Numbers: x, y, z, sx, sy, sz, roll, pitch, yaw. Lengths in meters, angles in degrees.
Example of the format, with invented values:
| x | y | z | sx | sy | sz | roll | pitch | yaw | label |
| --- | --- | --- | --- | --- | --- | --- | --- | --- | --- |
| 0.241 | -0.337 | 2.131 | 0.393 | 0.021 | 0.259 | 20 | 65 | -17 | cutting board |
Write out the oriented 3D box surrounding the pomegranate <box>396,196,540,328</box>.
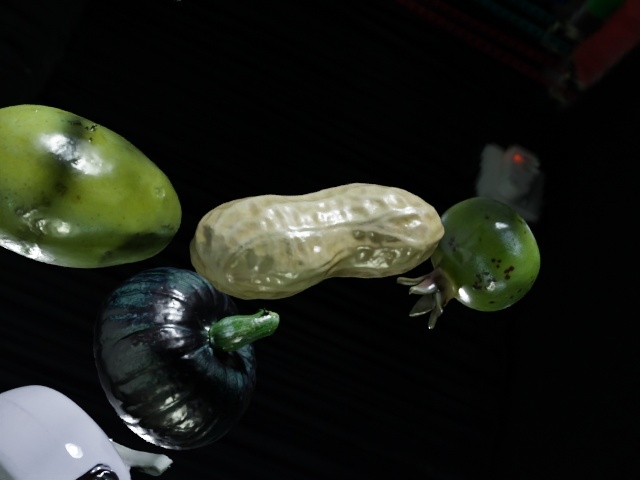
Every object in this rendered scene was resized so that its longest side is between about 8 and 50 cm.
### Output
| x | y | z | sx | sy | sz | roll | pitch | yaw | label |
| --- | --- | --- | --- | --- | --- | --- | --- | --- | --- |
| 0.226 | 0.039 | 1.688 | 0.224 | 0.181 | 0.181 | -32 | -173 | -13 | pomegranate |

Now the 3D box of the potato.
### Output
| x | y | z | sx | sy | sz | roll | pitch | yaw | label |
| --- | --- | --- | --- | --- | --- | --- | --- | --- | --- |
| -0.340 | -0.065 | 1.465 | 0.216 | 0.304 | 0.216 | -35 | -140 | 37 | potato |

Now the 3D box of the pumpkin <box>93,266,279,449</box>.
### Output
| x | y | z | sx | sy | sz | roll | pitch | yaw | label |
| --- | --- | --- | --- | --- | --- | --- | --- | --- | --- |
| -0.166 | 0.142 | 1.452 | 0.248 | 0.248 | 0.248 | -58 | -165 | 25 | pumpkin |

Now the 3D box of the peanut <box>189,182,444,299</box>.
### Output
| x | y | z | sx | sy | sz | roll | pitch | yaw | label |
| --- | --- | --- | --- | --- | --- | --- | --- | --- | --- |
| 0.000 | 0.000 | 1.266 | 0.136 | 0.298 | 0.120 | -121 | -154 | -55 | peanut |

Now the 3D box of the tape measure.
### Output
| x | y | z | sx | sy | sz | roll | pitch | yaw | label |
| --- | --- | --- | --- | --- | --- | --- | --- | --- | --- |
| -0.200 | 0.198 | 0.848 | 0.105 | 0.196 | 0.178 | -32 | 137 | -35 | tape measure |
